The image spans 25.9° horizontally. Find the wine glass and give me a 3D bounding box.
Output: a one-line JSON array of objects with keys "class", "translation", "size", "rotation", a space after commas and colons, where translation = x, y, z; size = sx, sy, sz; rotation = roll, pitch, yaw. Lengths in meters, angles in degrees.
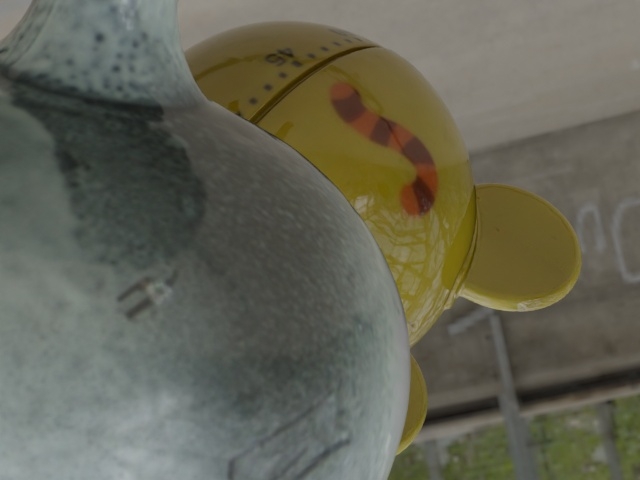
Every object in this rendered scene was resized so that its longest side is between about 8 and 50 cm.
[{"class": "wine glass", "translation": [-0.075, -0.003, 0.414], "size": [0.238, 0.323, 0.238], "rotation": [10, -164, -3]}]

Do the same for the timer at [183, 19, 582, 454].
[{"class": "timer", "translation": [0.000, 0.000, 1.234], "size": [0.376, 0.387, 0.376], "rotation": [-46, 162, -20]}]
